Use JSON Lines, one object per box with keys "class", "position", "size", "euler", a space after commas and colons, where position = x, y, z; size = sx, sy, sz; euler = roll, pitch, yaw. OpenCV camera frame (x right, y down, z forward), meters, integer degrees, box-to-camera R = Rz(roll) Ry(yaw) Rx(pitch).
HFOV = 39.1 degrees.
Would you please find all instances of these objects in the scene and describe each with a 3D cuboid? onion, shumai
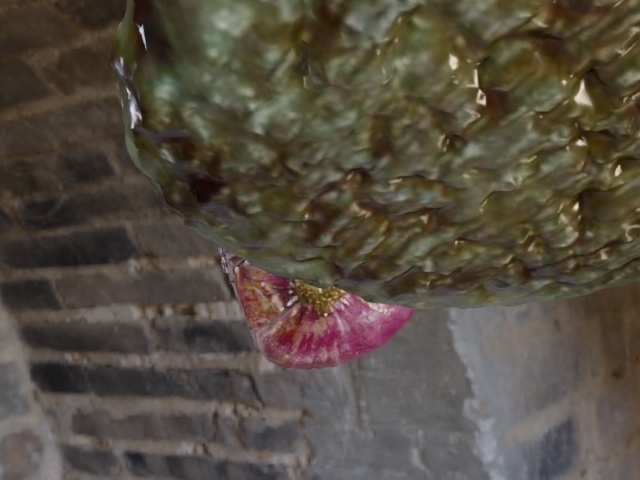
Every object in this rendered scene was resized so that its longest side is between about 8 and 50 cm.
{"class": "onion", "position": [0.012, 0.015, 1.018], "size": [0.256, 0.230, 0.272], "euler": [-26, 23, 27]}
{"class": "shumai", "position": [0.101, -0.169, 0.525], "size": [0.395, 0.348, 0.395], "euler": [1, -33, 1]}
